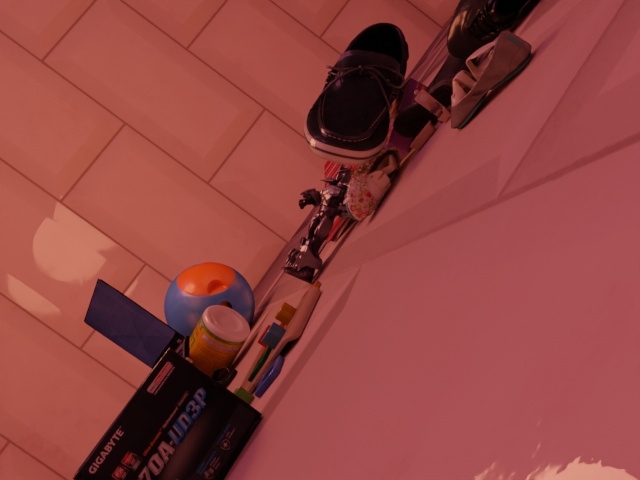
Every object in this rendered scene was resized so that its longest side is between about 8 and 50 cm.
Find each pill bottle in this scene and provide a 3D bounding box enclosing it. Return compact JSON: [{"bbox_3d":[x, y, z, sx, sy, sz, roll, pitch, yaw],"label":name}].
[{"bbox_3d":[-0.304,0.310,2.027,0.246,0.136,0.136,-59,2,22],"label":"pill bottle"}]

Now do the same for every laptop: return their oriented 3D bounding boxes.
[{"bbox_3d":[-0.505,0.360,1.991,0.382,0.236,0.408,133,137,-58],"label":"laptop"}]

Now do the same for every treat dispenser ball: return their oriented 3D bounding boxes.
[{"bbox_3d":[-0.354,0.213,2.373,0.288,0.288,0.288,-53,5,6],"label":"treat dispenser ball"}]

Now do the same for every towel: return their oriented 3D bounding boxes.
[{"bbox_3d":[0.063,-0.152,1.813,0.199,0.031,0.275,125,154,-44],"label":"towel"}]

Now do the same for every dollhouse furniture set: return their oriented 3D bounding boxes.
[{"bbox_3d":[0.195,-0.238,1.473,0.114,0.081,0.091,-52,5,24],"label":"dollhouse furniture set"}]

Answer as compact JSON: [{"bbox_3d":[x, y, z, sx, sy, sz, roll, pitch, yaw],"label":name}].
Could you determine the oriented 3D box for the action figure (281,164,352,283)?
[{"bbox_3d":[0.006,-0.046,1.671,0.285,0.099,0.185,-66,23,-1],"label":"action figure"}]

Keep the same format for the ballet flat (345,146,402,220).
[{"bbox_3d":[0.114,-0.131,1.536,0.077,0.091,0.241,-24,25,32],"label":"ballet flat"}]

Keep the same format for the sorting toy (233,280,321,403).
[{"bbox_3d":[-0.087,0.183,1.399,0.196,0.047,0.348,-51,5,30],"label":"sorting toy"}]

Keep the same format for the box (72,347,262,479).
[{"bbox_3d":[-0.214,0.295,1.064,0.220,0.175,0.051,-55,5,-28],"label":"box"}]

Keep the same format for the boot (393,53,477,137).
[{"bbox_3d":[0.254,-0.331,1.614,0.189,0.076,0.209,-32,25,38],"label":"boot"}]

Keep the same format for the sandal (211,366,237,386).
[{"bbox_3d":[-0.253,0.348,1.891,0.067,0.040,0.179,-56,5,-25],"label":"sandal"}]

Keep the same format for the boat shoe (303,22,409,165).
[{"bbox_3d":[0.089,-0.332,1.626,0.500,0.186,0.156,-64,-13,-48],"label":"boat shoe"}]

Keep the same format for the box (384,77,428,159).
[{"bbox_3d":[0.152,-0.236,1.815,0.293,0.057,0.201,-45,21,60],"label":"box"}]

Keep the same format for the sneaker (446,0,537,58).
[{"bbox_3d":[0.336,-0.448,1.448,0.286,0.109,0.130,-45,14,51],"label":"sneaker"}]

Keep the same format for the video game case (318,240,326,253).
[{"bbox_3d":[0.000,0.000,2.054,0.190,0.022,0.173,-55,4,-29],"label":"video game case"}]

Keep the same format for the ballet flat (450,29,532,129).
[{"bbox_3d":[0.244,-0.250,1.147,0.072,0.068,0.213,-56,5,-30],"label":"ballet flat"}]

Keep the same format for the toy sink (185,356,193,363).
[{"bbox_3d":[-0.261,0.358,1.349,0.234,0.131,0.153,-57,3,23],"label":"toy sink"}]
